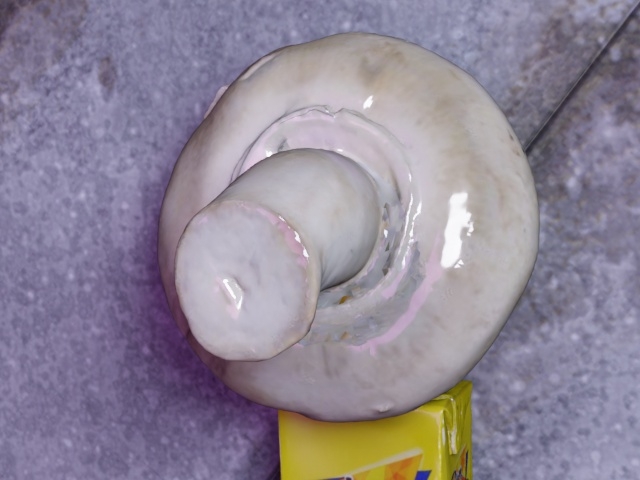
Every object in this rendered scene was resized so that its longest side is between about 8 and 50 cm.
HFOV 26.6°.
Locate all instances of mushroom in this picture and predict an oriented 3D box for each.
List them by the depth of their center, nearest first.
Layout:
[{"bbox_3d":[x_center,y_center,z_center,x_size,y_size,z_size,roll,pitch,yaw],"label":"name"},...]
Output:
[{"bbox_3d":[0.019,0.013,1.067,0.315,0.356,0.315,2,134,2],"label":"mushroom"}]

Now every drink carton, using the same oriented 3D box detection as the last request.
[{"bbox_3d":[0.051,0.299,1.191,0.154,0.111,0.351,1,99,20],"label":"drink carton"}]
